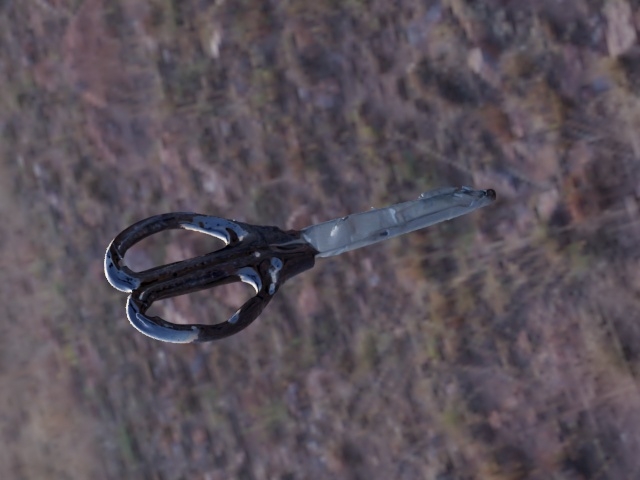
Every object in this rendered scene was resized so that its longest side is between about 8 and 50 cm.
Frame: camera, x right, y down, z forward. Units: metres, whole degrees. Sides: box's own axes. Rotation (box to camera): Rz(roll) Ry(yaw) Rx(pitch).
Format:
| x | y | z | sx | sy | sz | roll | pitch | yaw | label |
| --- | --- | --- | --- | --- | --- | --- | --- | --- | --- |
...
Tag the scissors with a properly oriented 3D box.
| x | y | z | sx | sy | sz | roll | pitch | yaw | label |
| --- | --- | --- | --- | --- | --- | --- | --- | --- | --- |
| 0.000 | 0.000 | 0.983 | 0.109 | 0.300 | 0.022 | 56 | 149 | 35 | scissors |
